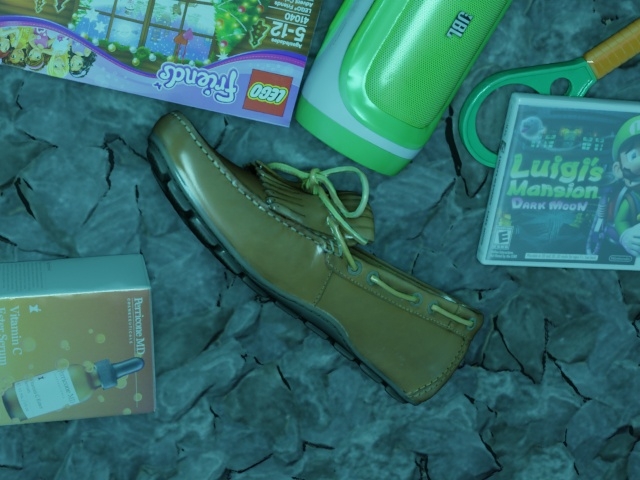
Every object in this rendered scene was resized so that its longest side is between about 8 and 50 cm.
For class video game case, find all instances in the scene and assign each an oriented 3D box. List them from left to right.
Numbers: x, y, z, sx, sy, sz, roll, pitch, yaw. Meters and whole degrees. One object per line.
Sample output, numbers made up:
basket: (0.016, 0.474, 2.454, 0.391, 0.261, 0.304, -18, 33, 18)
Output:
video game case: (0.257, -0.054, 1.572, 0.190, 0.022, 0.173, 3, 113, -17)

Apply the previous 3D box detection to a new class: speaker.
speaker: (0.097, -0.210, 1.444, 0.131, 0.131, 0.296, 27, 102, -19)

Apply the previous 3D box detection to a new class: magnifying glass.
magnifying glass: (0.235, -0.151, 1.549, 0.231, 0.026, 0.092, -32, 113, 3)

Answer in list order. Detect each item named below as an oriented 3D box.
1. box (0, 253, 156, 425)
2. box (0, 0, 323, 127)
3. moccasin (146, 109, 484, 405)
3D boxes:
box: (-0.242, 0.091, 1.503, 0.170, 0.091, 0.130, -4, 110, -9)
box: (-0.144, -0.229, 1.425, 0.293, 0.057, 0.201, 11, 107, -15)
moccasin: (0.001, 0.001, 1.495, 0.380, 0.139, 0.147, 39, 92, -18)
